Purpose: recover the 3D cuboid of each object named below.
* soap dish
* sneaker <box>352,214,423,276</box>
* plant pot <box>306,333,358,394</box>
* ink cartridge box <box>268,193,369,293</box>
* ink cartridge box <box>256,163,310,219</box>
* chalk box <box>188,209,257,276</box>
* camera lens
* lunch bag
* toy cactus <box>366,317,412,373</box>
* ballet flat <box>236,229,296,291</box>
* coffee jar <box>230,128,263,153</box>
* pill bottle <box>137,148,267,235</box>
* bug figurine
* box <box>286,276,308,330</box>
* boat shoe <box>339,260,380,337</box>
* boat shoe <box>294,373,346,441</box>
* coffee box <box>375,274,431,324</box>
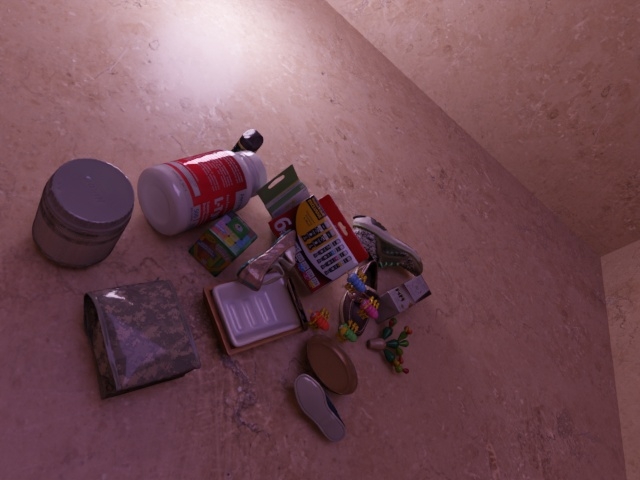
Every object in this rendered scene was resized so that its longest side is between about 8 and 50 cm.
[{"bbox_3d":[-0.227,0.235,1.566,0.291,0.118,0.228,-11,70,-42],"label":"soap dish"},{"bbox_3d":[0.268,0.065,2.100,0.410,0.158,0.182,35,77,-18],"label":"sneaker"},{"bbox_3d":[0.034,0.434,1.663,0.236,0.032,0.236,37,26,-21],"label":"plant pot"},{"bbox_3d":[0.000,0.000,1.793,0.272,0.130,0.309,-33,85,-6],"label":"ink cartridge box"},{"bbox_3d":[-0.132,-0.167,1.788,0.171,0.235,0.056,-39,72,-5],"label":"ink cartridge box"},{"bbox_3d":[-0.311,0.001,1.583,0.132,0.213,0.132,46,44,-5],"label":"chalk box"},{"bbox_3d":[-0.648,-0.068,1.312,0.220,0.274,0.219,21,51,-28],"label":"camera lens"},{"bbox_3d":[-0.494,0.253,1.305,0.236,0.169,0.286,-7,72,-41],"label":"lunch bag"},{"bbox_3d":[0.273,0.409,1.873,0.181,0.112,0.218,5,75,-21],"label":"toy cactus"},{"bbox_3d":[-0.150,0.073,1.598,0.106,0.107,0.316,39,44,9],"label":"ballet flat"},{"bbox_3d":[-0.295,-0.344,1.843,0.079,0.184,0.096,44,44,-8],"label":"coffee jar"},{"bbox_3d":[-0.385,-0.182,1.633,0.408,0.229,0.229,-28,82,-45],"label":"pill bottle"},{"bbox_3d":[0.097,0.252,1.730,0.216,0.072,0.279,44,88,-18],"label":"bug figurine"},{"bbox_3d":[-0.080,0.224,1.650,0.021,0.201,0.164,-20,74,-9],"label":"box"},{"bbox_3d":[0.170,0.220,1.891,0.123,0.123,0.341,35,47,-16],"label":"boat shoe"},{"bbox_3d":[-0.003,0.535,1.561,0.095,0.079,0.254,-39,97,-3],"label":"boat shoe"},{"bbox_3d":[0.331,0.243,1.994,0.247,0.141,0.098,-19,76,-44],"label":"coffee box"}]
